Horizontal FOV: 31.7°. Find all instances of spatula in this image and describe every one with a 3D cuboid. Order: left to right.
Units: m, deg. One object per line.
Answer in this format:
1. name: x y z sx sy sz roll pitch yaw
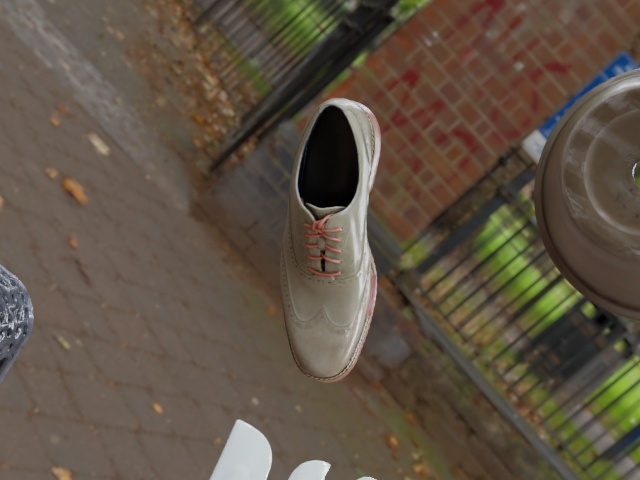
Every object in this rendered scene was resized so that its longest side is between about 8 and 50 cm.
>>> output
1. spatula: -0.045 0.298 0.966 0.168 0.242 0.019 22 -6 6

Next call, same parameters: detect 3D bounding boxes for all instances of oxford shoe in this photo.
1. oxford shoe: 0.000 0.000 1.345 0.130 0.123 0.348 -1 92 -78

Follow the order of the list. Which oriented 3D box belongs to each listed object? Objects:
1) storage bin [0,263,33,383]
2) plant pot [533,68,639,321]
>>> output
1. storage bin: -0.240 0.029 0.518 0.180 0.122 0.084 37 15 15
2. plant pot: 0.389 -0.065 1.294 0.323 0.323 0.280 51 13 17
